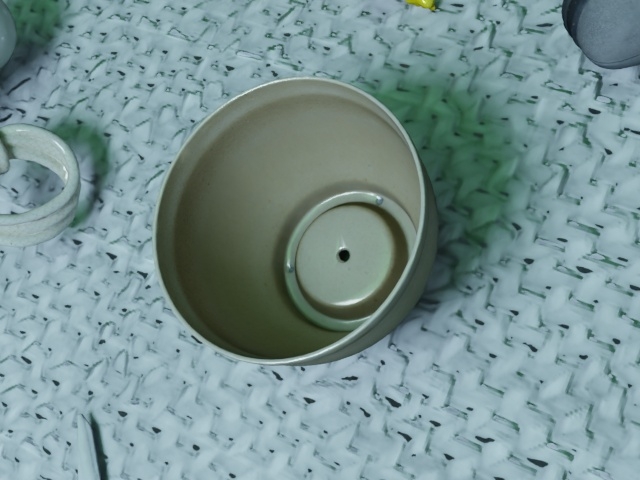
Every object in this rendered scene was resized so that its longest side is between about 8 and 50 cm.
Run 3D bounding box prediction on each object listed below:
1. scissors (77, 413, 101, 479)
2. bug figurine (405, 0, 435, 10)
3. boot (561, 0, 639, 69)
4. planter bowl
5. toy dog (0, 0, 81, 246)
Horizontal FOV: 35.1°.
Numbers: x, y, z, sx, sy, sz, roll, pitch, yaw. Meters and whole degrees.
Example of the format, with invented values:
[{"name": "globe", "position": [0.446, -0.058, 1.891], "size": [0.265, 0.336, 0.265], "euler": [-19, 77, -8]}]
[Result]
[{"name": "scissors", "position": [-0.138, 0.260, 0.623], "size": [0.109, 0.021, 0.297], "euler": [-34, 66, 13]}, {"name": "bug figurine", "position": [0.012, -0.268, 0.684], "size": [0.279, 0.072, 0.216], "euler": [18, 83, 27]}, {"name": "boot", "position": [0.305, -0.102, 0.488], "size": [0.338, 0.118, 0.222], "euler": [-22, 73, 21]}, {"name": "planter bowl", "position": [0.000, 0.000, 0.590], "size": [0.162, 0.109, 0.162], "euler": [-7, 72, 23]}, {"name": "toy dog", "position": [-0.351, -0.033, 0.720], "size": [0.334, 0.161, 0.220], "euler": [-27, 86, -22]}]
